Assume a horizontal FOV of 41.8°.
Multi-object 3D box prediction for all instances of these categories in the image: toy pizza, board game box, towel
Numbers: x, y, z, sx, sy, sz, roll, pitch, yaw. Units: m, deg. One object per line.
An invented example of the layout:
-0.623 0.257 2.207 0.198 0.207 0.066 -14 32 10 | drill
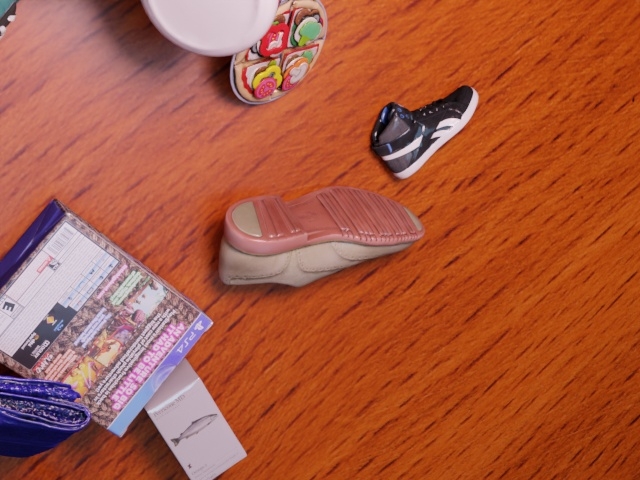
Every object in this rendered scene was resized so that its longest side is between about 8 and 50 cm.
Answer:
-0.060 -0.299 1.341 0.201 0.032 0.201 -36 153 -22 | toy pizza
-0.362 0.118 1.303 0.291 0.141 0.232 42 83 -26 | board game box
-0.479 0.250 1.211 0.228 0.308 0.076 16 63 -25 | towel

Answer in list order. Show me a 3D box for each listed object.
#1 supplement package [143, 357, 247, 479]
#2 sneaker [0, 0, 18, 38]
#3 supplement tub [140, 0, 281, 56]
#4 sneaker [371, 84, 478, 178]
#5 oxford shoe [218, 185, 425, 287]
-0.222 0.312 1.433 0.105 0.105 0.179 -33 113 -14 | supplement package
-0.501 -0.269 1.176 0.302 0.108 0.121 -40 116 -2 | sneaker
-0.133 -0.401 1.191 0.191 0.272 0.191 5 131 6 | supplement tub
0.182 -0.225 1.505 0.217 0.079 0.121 -48 118 -6 | sneaker
0.000 0.000 1.471 0.397 0.140 0.146 -2 134 -29 | oxford shoe
